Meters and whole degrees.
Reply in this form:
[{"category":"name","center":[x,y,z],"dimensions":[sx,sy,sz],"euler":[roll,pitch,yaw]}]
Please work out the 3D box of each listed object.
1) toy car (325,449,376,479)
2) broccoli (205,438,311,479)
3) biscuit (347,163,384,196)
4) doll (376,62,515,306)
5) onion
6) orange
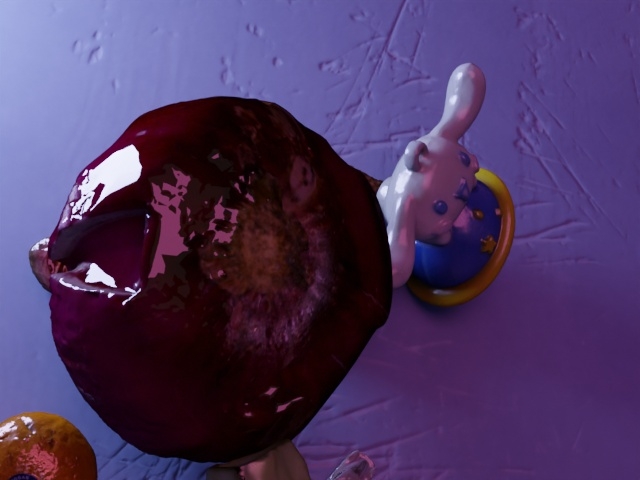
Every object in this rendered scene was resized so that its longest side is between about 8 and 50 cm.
[{"category":"toy car","center":[0.027,0.288,1.432],"dimensions":[0.041,0.025,0.093],"euler":[41,56,9]},{"category":"broccoli","center":[-0.046,0.355,1.194],"dimensions":[0.334,0.324,0.272],"euler":[-13,66,-35]},{"category":"biscuit","center":[0.000,0.000,1.565],"dimensions":[0.106,0.070,0.252],"euler":[26,56,-4]},{"category":"doll","center":[0.153,-0.066,1.559],"dimensions":[0.243,0.160,0.311],"euler":[23,81,-40]},{"category":"onion","center":[-0.157,0.049,1.342],"dimensions":[0.398,0.420,0.398],"euler":[13,71,-45]},{"category":"orange","center":[-0.303,0.248,1.290],"dimensions":[0.136,0.117,0.135],"euler":[0,101,2]}]
